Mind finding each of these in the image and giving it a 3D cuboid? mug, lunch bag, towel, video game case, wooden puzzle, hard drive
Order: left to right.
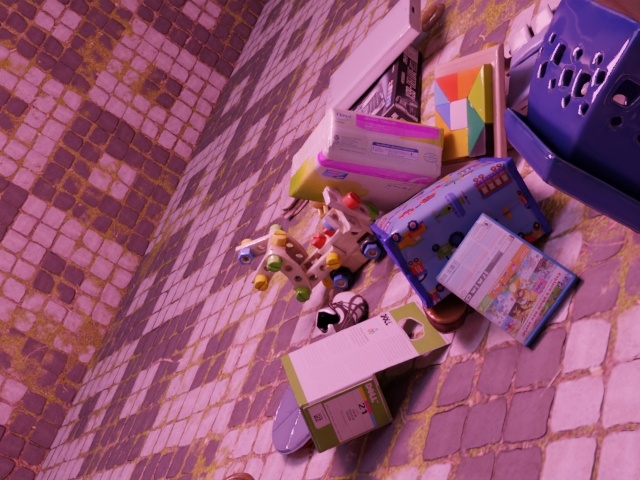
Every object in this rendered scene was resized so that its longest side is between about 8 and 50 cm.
[{"bbox_3d":[-0.015,-0.196,2.394,0.282,0.049,0.187,-48,23,25],"label":"towel"},{"bbox_3d":[0.000,-0.098,2.199,0.078,0.062,0.064,-61,11,-28],"label":"mug"},{"bbox_3d":[0.126,-0.443,2.218,0.307,0.040,0.203,-43,23,32],"label":"hard drive"},{"bbox_3d":[0.197,-0.044,1.475,0.221,0.138,0.293,-33,17,2],"label":"lunch bag"},{"bbox_3d":[0.258,-0.222,1.653,0.239,0.044,0.220,177,91,-68],"label":"wooden puzzle"},{"bbox_3d":[0.257,0.053,1.287,0.166,0.015,0.119,38,97,31],"label":"video game case"}]

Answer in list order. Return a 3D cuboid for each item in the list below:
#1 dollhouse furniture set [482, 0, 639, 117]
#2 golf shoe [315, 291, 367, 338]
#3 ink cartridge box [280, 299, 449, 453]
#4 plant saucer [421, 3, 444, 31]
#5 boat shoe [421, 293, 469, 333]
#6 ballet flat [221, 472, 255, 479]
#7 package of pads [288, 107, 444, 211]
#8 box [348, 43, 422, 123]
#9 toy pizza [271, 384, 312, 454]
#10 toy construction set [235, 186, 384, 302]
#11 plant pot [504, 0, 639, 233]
[{"bbox_3d":[0.350,-0.328,1.520,0.303,0.198,0.286,-37,28,45],"label":"dollhouse furniture set"},{"bbox_3d":[0.036,0.137,1.713,0.077,0.094,0.198,-53,19,15],"label":"golf shoe"},{"bbox_3d":[0.080,0.217,1.513,0.255,0.097,0.189,-22,21,-4],"label":"ink cartridge box"},{"bbox_3d":[0.277,-0.560,2.302,0.083,0.015,0.083,-48,22,26],"label":"plant saucer"},{"bbox_3d":[0.195,0.089,1.456,0.073,0.073,0.207,-9,29,7],"label":"boat shoe"},{"bbox_3d":[-0.219,0.566,1.667,0.342,0.116,0.124,-59,0,-5],"label":"ballet flat"},{"bbox_3d":[0.086,-0.146,1.750,0.296,0.229,0.101,141,135,-69],"label":"package of pads"},{"bbox_3d":[0.131,-0.307,2.172,0.242,0.077,0.307,-42,25,36],"label":"box"},{"bbox_3d":[-0.021,0.302,1.687,0.201,0.032,0.201,-48,21,25],"label":"toy pizza"},{"bbox_3d":[0.000,0.000,1.818,0.328,0.215,0.151,-38,28,43],"label":"toy construction set"},{"bbox_3d":[0.379,-0.150,1.152,0.212,0.236,0.236,-58,18,18],"label":"plant pot"}]
